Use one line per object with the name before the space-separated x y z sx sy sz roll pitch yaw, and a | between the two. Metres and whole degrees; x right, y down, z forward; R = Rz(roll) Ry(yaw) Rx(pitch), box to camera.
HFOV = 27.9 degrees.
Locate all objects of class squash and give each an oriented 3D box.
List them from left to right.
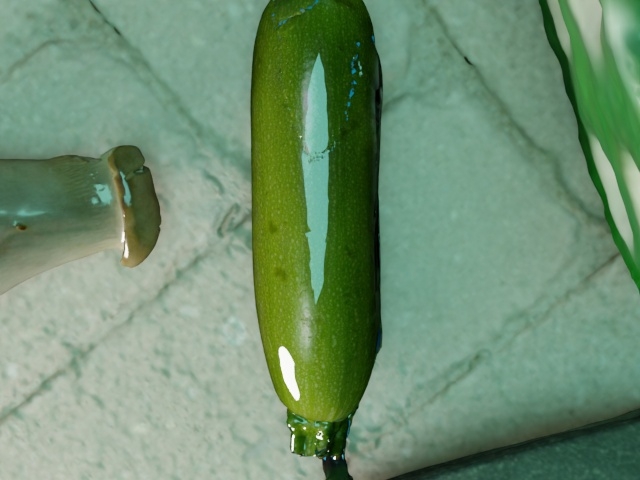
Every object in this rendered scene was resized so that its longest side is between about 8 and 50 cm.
squash | -0.002 0.000 0.800 0.087 0.087 0.332 0 101 1

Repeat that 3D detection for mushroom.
mushroom | -0.214 -0.010 0.804 0.225 0.093 0.116 -22 113 -5

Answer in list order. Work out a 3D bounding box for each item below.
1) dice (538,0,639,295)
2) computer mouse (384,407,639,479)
dice | 0.278 -0.115 0.671 0.287 0.297 0.300 -17 98 7
computer mouse | 0.129 0.221 0.815 0.374 0.114 0.203 -23 98 5
